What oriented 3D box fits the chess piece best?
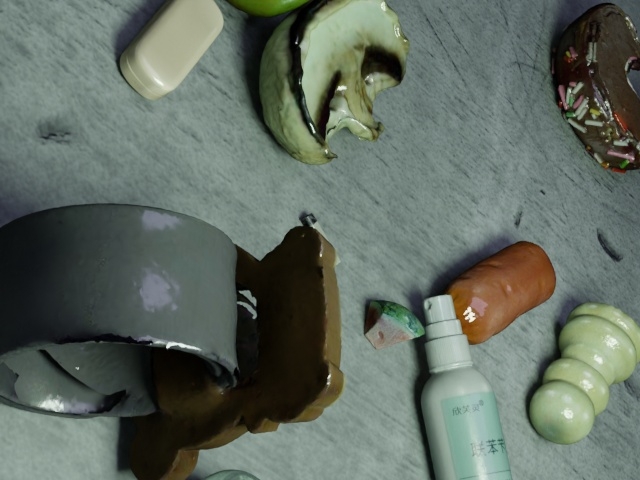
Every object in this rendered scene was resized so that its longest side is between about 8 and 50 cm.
[{"bbox_3d":[0.428,0.233,2.111,0.144,0.144,0.251,54,49,-14],"label":"chess piece"}]

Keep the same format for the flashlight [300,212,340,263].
[{"bbox_3d":[0.000,0.000,1.837,0.018,0.018,0.083,-39,101,-46],"label":"flashlight"}]

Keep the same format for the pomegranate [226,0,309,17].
[{"bbox_3d":[-0.098,-0.421,1.834,0.241,0.159,0.190,45,31,22],"label":"pomegranate"}]

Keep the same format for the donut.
[{"bbox_3d":[0.567,-0.274,2.475,0.345,0.136,0.259,57,44,-9],"label":"donut"}]

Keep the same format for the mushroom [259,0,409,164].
[{"bbox_3d":[0.012,-0.239,1.887,0.247,0.130,0.344,61,40,-31],"label":"mushroom"}]

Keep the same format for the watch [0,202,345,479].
[{"bbox_3d":[-0.189,0.079,1.366,0.327,0.335,0.314,25,55,-49],"label":"watch"}]

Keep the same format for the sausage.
[{"bbox_3d":[0.276,0.085,2.023,0.259,0.113,0.113,-25,91,-47],"label":"sausage"}]

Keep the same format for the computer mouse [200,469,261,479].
[{"bbox_3d":[-0.057,0.398,1.550,0.379,0.090,0.167,35,50,-39],"label":"computer mouse"}]

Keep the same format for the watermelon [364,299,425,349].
[{"bbox_3d":[0.112,0.129,1.861,0.084,0.092,0.072,-1,114,-38],"label":"watermelon"}]

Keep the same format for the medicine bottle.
[{"bbox_3d":[0.206,0.255,1.867,0.110,0.110,0.352,4,71,-46],"label":"medicine bottle"}]

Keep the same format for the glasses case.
[{"bbox_3d":[-0.200,-0.270,1.724,0.083,0.050,0.196,51,44,-21],"label":"glasses case"}]
